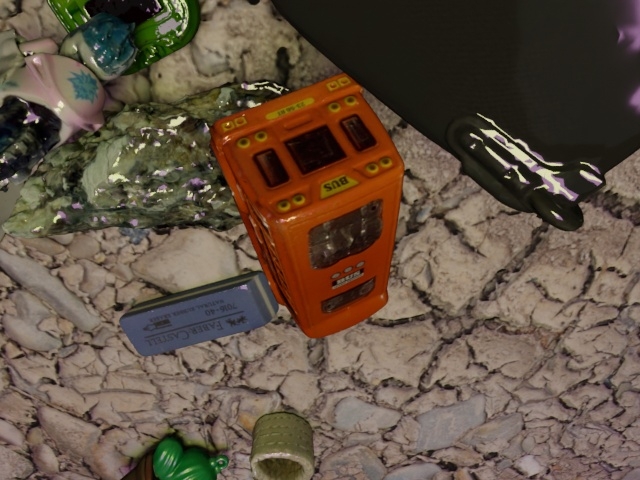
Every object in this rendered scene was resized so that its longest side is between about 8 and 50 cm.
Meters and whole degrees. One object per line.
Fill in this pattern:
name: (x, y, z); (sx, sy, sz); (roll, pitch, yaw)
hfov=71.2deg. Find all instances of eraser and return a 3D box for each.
eraser: (-0.180, 0.111, 0.672); (0.225, 0.036, 0.081); (-15, 118, 6)

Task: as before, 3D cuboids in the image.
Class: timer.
timer: (-0.203, -0.246, 0.459); (0.140, 0.047, 0.128); (-22, 119, 11)

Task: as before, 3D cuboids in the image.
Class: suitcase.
suitcase: (0.158, -0.224, 0.287); (0.339, 0.188, 0.345); (36, 133, -4)

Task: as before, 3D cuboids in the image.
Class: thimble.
thimble: (-0.067, 0.376, 0.797); (0.115, 0.090, 0.102); (9, 119, -9)

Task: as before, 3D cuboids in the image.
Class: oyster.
oyster: (-0.170, -0.076, 0.510); (0.351, 0.158, 0.162); (-18, 95, -11)

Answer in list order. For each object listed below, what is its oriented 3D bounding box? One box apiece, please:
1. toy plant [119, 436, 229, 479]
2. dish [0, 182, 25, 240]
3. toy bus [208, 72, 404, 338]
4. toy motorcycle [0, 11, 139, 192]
toy plant: (-0.271, 0.428, 0.816); (0.201, 0.105, 0.142); (-26, 105, -8)
dish: (-0.489, -0.064, 0.530); (0.230, 0.081, 0.229); (-2, 120, -3)
toy bus: (0.000, 0.000, 0.480); (0.143, 0.153, 0.329); (-24, 152, -10)
toy motorcycle: (-0.261, -0.145, 0.430); (0.204, 0.239, 0.108); (-42, 150, -8)
